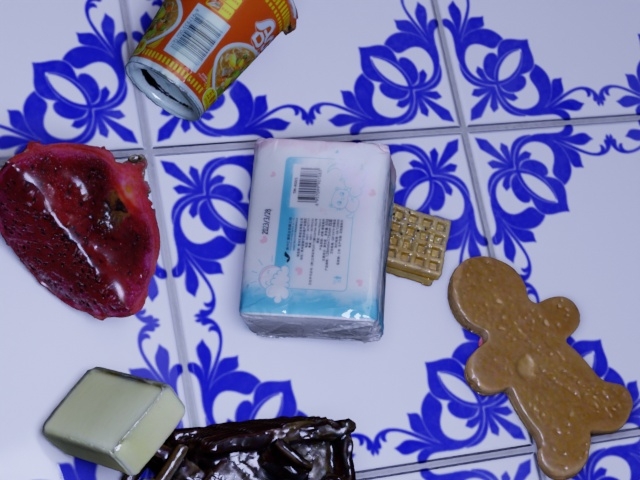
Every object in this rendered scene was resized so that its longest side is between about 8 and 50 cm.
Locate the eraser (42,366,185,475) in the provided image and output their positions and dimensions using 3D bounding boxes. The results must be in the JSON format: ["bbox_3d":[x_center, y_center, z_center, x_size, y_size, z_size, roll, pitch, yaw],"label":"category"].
[{"bbox_3d":[-0.264,0.228,1.847,0.117,0.172,0.058,-53,126,-26],"label":"eraser"}]

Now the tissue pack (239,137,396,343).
[{"bbox_3d":[-0.003,0.000,2.016,0.202,0.124,0.271,4,70,5],"label":"tissue pack"}]

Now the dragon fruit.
[{"bbox_3d":[-0.311,-0.033,1.953,0.211,0.134,0.262,-43,105,-37],"label":"dragon fruit"}]

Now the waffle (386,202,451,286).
[{"bbox_3d":[0.112,-0.002,2.121,0.148,0.042,0.102,18,67,-11],"label":"waffle"}]

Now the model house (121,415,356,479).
[{"bbox_3d":[-0.068,0.318,1.828,0.282,0.317,0.297,-46,103,-22],"label":"model house"}]

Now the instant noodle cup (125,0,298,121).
[{"bbox_3d":[-0.164,-0.287,2.062,0.193,0.193,0.212,36,73,-4],"label":"instant noodle cup"}]

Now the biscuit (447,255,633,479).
[{"bbox_3d":[0.306,0.171,2.127,0.216,0.047,0.339,-37,84,-28],"label":"biscuit"}]
